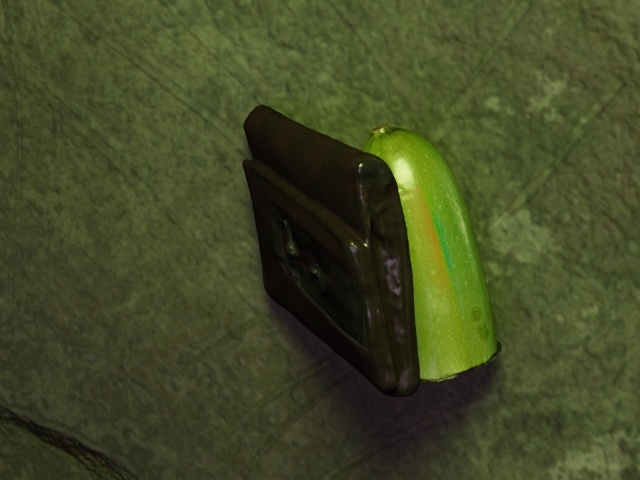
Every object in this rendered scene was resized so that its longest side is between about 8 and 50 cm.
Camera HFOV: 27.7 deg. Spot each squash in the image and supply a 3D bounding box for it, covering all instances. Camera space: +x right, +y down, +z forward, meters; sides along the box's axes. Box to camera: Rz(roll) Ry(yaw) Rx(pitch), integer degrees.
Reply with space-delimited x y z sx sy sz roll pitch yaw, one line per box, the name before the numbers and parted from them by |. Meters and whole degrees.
squash | 0.075 0.004 0.972 0.095 0.095 0.188 -4 105 32

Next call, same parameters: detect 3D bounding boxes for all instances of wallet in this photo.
wallet | 0.000 0.000 0.974 0.229 0.049 0.182 -145 43 -61
